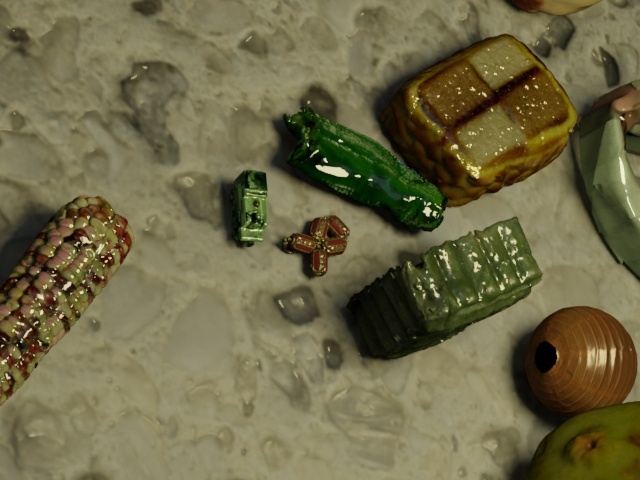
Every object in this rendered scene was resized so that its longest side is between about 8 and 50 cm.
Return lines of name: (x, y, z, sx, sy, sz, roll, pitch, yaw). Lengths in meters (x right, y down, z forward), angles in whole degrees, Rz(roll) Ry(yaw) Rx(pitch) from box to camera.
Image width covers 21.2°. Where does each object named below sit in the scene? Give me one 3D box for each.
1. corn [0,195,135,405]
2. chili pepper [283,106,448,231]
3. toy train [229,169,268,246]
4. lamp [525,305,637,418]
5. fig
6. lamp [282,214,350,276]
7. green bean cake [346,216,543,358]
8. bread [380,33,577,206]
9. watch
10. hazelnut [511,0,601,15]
corn: (-0.295, 0.067, 1.796, 0.092, 0.092, 0.280, 38, 63, -7)
chili pepper: (0.049, -0.082, 2.039, 0.224, 0.061, 0.098, 26, 46, -11)
toy train: (-0.081, -0.036, 1.959, 0.033, 0.053, 0.083, 4, 66, -25)
lamp: (0.307, 0.144, 2.024, 0.136, 0.136, 0.136, 10, 65, -22)
fig: (0.359, 0.318, 1.935, 0.239, 0.239, 0.271, -49, 121, -33)
lamp: (0.000, 0.000, 1.999, 0.063, 0.031, 0.083, 47, 54, -3)
green bean cake: (0.144, 0.060, 1.957, 0.181, 0.173, 0.094, -20, 80, -32)
bread: (0.199, -0.149, 2.122, 0.222, 0.096, 0.181, -30, 82, -32)
watch: (0.450, -0.059, 2.189, 0.253, 0.162, 0.241, 12, 77, -19)
hazelnut: (0.298, -0.433, 2.233, 0.261, 0.241, 0.261, -6, 100, -33)
